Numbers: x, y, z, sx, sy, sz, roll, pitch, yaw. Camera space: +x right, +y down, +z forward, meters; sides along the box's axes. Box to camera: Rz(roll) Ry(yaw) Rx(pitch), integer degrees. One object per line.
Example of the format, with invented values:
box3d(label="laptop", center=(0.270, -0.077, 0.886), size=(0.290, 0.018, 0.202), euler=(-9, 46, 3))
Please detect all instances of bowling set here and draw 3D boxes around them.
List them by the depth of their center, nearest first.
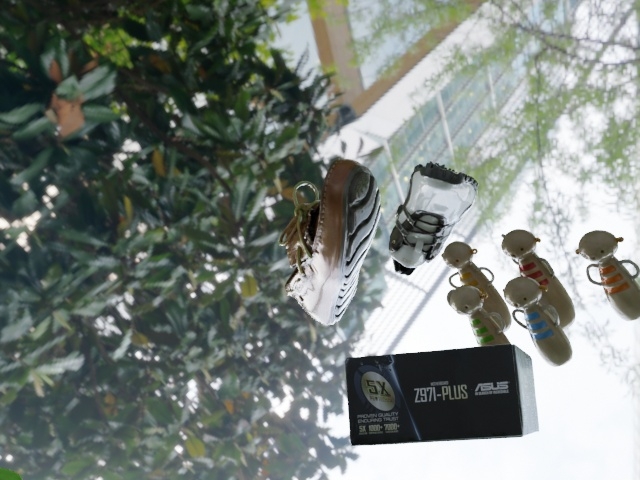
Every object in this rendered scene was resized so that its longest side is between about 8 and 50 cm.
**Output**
box3d(label="bowling set", center=(0.249, 0.087, 1.036), size=(0.287, 0.154, 0.200), euler=(-18, -161, 48))

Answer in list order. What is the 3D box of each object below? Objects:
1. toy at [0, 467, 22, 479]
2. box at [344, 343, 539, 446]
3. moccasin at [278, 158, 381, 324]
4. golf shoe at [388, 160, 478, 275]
box3d(label="toy", center=(-0.343, 0.332, 0.798), size=(0.056, 0.136, 0.237), euler=(-131, -122, -71))
box3d(label="box", center=(0.119, 0.145, 0.748), size=(0.147, 0.180, 0.078), euler=(-8, -104, 18))
box3d(label="moccasin", center=(0.002, -0.003, 1.244), size=(0.147, 0.380, 0.139), euler=(27, -114, 8))
box3d(label="golf shoe", center=(0.120, -0.017, 0.897), size=(0.077, 0.198, 0.094), euler=(18, -109, 4))
